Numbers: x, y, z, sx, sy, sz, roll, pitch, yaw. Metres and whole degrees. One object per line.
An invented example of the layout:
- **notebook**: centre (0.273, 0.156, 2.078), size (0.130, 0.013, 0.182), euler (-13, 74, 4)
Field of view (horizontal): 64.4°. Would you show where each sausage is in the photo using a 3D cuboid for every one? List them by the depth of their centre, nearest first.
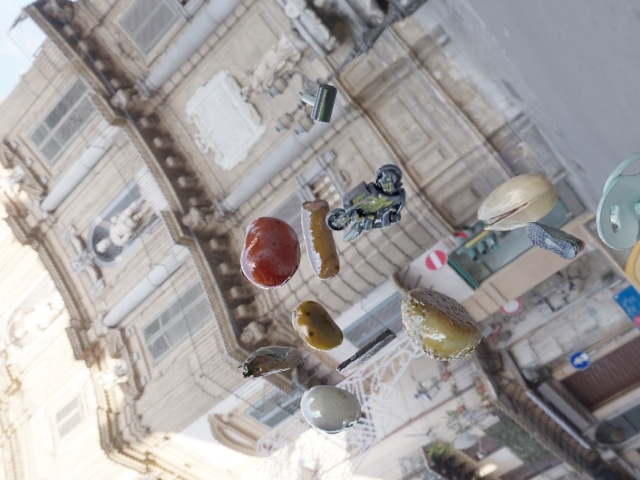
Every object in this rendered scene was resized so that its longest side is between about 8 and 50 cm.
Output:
- **sausage**: centre (-0.002, 0.001, 1.641), size (0.109, 0.109, 0.270), euler (-77, -23, -67)

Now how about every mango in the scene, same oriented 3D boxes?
- **mango**: centre (-0.011, 0.258, 1.506), size (0.115, 0.090, 0.178), euler (-43, -80, -34)

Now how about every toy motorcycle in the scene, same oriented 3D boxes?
- **toy motorcycle**: centre (0.108, -0.065, 1.039), size (0.124, 0.193, 0.061), euler (38, -156, -27)

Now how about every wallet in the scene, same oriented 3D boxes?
- **wallet**: centre (0.211, 0.509, 2.313), size (0.042, 0.309, 0.165), euler (53, -178, 28)

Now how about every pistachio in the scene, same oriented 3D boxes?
- **pistachio**: centre (0.771, -0.140, 2.006), size (0.193, 0.318, 0.214), euler (54, -145, 1)

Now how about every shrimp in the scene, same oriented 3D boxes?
- **shrimp**: centre (-0.164, 0.404, 1.688), size (0.317, 0.168, 0.077), euler (-12, -77, -71)

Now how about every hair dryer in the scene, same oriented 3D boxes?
- **hair dryer**: centre (-0.022, -0.411, 1.466), size (0.057, 0.100, 0.197), euler (2, -157, -32)

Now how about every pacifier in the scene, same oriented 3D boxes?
- **pacifier**: centre (0.989, -0.112, 1.486), size (0.288, 0.343, 0.269), euler (66, 169, -21)

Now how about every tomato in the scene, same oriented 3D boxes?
- **tomato**: centre (-0.128, 0.031, 1.313), size (0.187, 0.151, 0.187), euler (6, -90, -76)

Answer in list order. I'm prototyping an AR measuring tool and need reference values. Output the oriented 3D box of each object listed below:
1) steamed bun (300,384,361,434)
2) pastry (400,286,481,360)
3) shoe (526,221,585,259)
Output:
- **steamed bun**: centre (0.040, 0.607, 1.798), size (0.228, 0.177, 0.131), euler (29, -138, -29)
- **pastry**: centre (0.407, 0.303, 1.794), size (0.284, 0.184, 0.316), euler (17, -162, -25)
- **shoe**: centre (0.749, -0.006, 1.623), size (0.077, 0.074, 0.194), euler (-16, -145, -25)
